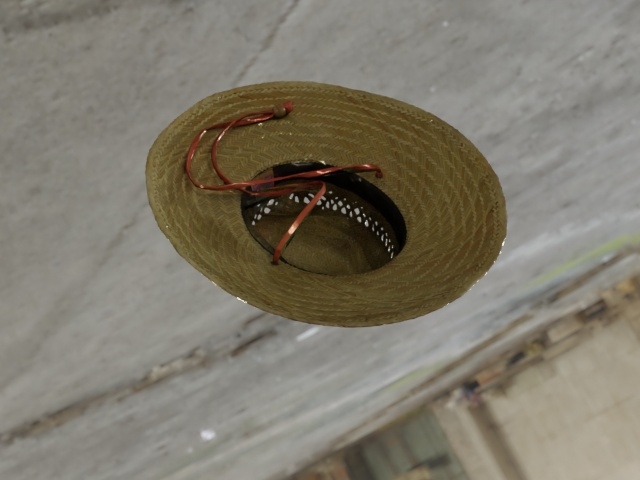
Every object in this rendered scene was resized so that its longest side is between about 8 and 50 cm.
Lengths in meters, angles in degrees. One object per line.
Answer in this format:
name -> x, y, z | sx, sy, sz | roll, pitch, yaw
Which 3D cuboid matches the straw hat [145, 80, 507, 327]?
straw hat -> 0.000, 0.000, 0.498 | 0.144, 0.144, 0.061 | -22, 142, -26
